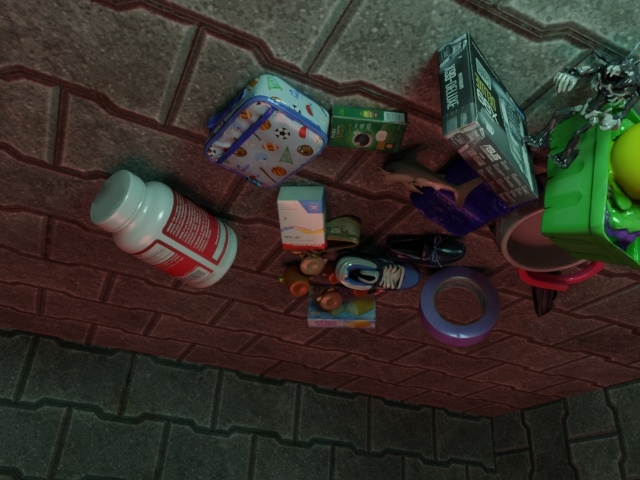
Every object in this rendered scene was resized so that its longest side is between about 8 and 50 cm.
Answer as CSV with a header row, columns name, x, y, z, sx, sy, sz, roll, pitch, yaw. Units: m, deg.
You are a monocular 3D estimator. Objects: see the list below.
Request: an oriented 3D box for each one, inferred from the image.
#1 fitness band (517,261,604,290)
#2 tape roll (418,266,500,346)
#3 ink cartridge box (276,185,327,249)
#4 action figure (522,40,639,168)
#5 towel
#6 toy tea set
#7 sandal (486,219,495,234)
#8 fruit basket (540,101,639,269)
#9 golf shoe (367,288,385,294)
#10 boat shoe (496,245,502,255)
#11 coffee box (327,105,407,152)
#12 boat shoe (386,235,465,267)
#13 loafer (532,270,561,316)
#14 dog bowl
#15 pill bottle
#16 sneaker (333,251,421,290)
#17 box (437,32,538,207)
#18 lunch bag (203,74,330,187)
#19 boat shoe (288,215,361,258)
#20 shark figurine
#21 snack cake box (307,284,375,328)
name,x,y,z,sx,sy,sz,roll,pitch,yaw
fitness band,0.794,0.073,1.831,0.291,0.054,0.208,10,131,-13
tape roll,0.491,0.233,1.964,0.275,0.274,0.090,0,149,6
ink cartridge box,-0.051,-0.048,1.662,0.134,0.078,0.230,0,129,6
action figure,0.554,-0.279,1.128,0.141,0.164,0.275,-16,147,-47
towel,0.417,-0.120,1.511,0.228,0.076,0.308,27,148,-17
toy tea set,0.016,0.139,2.057,0.336,0.124,0.200,27,113,-30
sandal,0.553,-0.043,1.705,0.072,0.048,0.180,-21,142,36
fruit basket,0.691,-0.143,1.201,0.283,0.391,0.392,27,143,-34
golf shoe,0.246,0.166,2.082,0.086,0.067,0.186,18,147,-26
boat shoe,0.652,0.046,1.850,0.153,0.048,0.056,22,145,-29
coffee box,0.114,-0.273,1.361,0.184,0.040,0.113,4,150,-2
boat shoe,0.343,0.037,1.806,0.259,0.108,0.089,-6,159,12
loafer,0.840,0.198,2.043,0.095,0.109,0.302,-10,145,15
dog bowl,0.671,-0.037,1.594,0.349,0.102,0.348,0,140,0
pill bottle,-0.463,-0.032,1.656,0.229,0.228,0.408,-17,144,31
sneaker,0.202,0.124,1.850,0.323,0.130,0.236,12,-170,-5
box,0.359,-0.248,1.180,0.077,0.242,0.307,-20,142,35
lunch bag,-0.142,-0.255,1.354,0.243,0.114,0.303,26,142,-30
boat shoe,0.000,0.000,1.798,0.285,0.089,0.105,-18,144,33
shark figurine,0.262,-0.185,1.418,0.278,0.116,0.166,18,174,35
snack cake box,0.085,0.262,2.183,0.265,0.152,0.089,0,149,4
